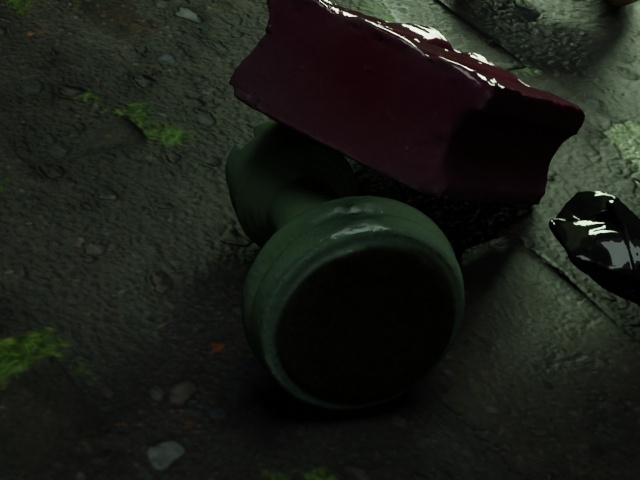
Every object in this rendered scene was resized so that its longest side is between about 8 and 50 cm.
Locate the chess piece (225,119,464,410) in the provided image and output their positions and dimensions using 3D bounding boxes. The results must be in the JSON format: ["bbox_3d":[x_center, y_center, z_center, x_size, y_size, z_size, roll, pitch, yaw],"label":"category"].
[{"bbox_3d":[0.000,0.000,1.445,0.194,0.195,0.299,-3,29,-15],"label":"chess piece"}]

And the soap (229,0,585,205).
[{"bbox_3d":[0.100,-0.137,1.550,0.233,0.128,0.359,29,11,21],"label":"soap"}]

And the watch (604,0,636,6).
[{"bbox_3d":[0.310,-0.425,2.102,0.241,0.162,0.253,3,35,6],"label":"watch"}]

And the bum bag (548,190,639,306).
[{"bbox_3d":[0.379,0.047,1.516,0.340,0.095,0.144,23,30,4],"label":"bum bag"}]
